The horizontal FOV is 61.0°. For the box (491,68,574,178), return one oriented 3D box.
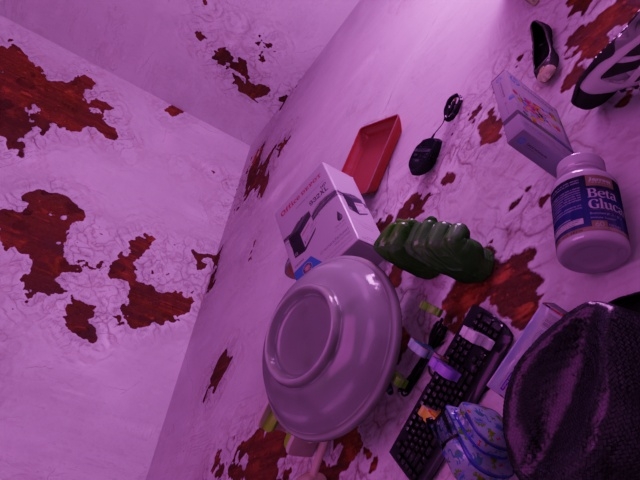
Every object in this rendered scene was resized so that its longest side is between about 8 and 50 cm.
[{"bbox_3d":[0.372,-0.200,0.945,0.038,0.145,0.186,-44,28,38],"label":"box"}]

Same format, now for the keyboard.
[{"bbox_3d":[0.209,0.256,0.971,0.317,0.033,0.201,-61,21,5],"label":"keyboard"}]

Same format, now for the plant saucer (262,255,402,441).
[{"bbox_3d":[-0.014,0.206,1.137,0.401,0.101,0.400,-28,49,38],"label":"plant saucer"}]

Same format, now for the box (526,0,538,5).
[{"bbox_3d":[0.505,-0.704,1.253,0.243,0.117,0.213,-51,24,29],"label":"box"}]

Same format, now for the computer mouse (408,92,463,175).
[{"bbox_3d":[0.297,-0.262,1.363,0.242,0.041,0.071,-59,29,-4],"label":"computer mouse"}]

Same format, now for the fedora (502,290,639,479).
[{"bbox_3d":[0.318,0.191,0.612,0.334,0.153,0.333,-49,26,34],"label":"fedora"}]

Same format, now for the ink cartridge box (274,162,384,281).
[{"bbox_3d":[0.020,-0.022,1.456,0.223,0.129,0.307,-45,44,25],"label":"ink cartridge box"}]

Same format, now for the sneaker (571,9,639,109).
[{"bbox_3d":[0.492,-0.261,0.778,0.122,0.146,0.330,-41,-9,-15],"label":"sneaker"}]

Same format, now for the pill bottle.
[{"bbox_3d":[0.390,-0.045,0.795,0.094,0.094,0.169,-39,32,48],"label":"pill bottle"}]

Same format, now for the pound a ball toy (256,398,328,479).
[{"bbox_3d":[0.001,0.379,1.232,0.208,0.136,0.319,24,88,44],"label":"pound a ball toy"}]

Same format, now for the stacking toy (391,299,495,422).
[{"bbox_3d":[0.193,0.207,0.951,0.166,0.052,0.221,-63,21,3],"label":"stacking toy"}]

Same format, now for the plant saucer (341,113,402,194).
[{"bbox_3d":[0.147,-0.245,1.673,0.258,0.048,0.259,-67,20,-7],"label":"plant saucer"}]

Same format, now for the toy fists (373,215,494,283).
[{"bbox_3d":[0.212,0.013,1.085,0.279,0.142,0.096,2,68,67],"label":"toy fists"}]

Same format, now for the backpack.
[{"bbox_3d":[0.225,0.295,0.781,0.084,0.105,0.114,-55,28,26],"label":"backpack"}]

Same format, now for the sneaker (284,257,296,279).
[{"bbox_3d":[0.000,0.000,1.672,0.302,0.108,0.121,-44,27,26],"label":"sneaker"}]

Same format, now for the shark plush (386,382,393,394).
[{"bbox_3d":[0.110,0.280,1.125,0.073,0.067,0.161,-57,22,18],"label":"shark plush"}]

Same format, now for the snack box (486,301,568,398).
[{"bbox_3d":[0.300,0.155,0.773,0.037,0.100,0.141,37,102,31],"label":"snack box"}]

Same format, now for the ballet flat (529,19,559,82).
[{"bbox_3d":[0.449,-0.383,1.108,0.057,0.049,0.173,-41,30,48],"label":"ballet flat"}]
